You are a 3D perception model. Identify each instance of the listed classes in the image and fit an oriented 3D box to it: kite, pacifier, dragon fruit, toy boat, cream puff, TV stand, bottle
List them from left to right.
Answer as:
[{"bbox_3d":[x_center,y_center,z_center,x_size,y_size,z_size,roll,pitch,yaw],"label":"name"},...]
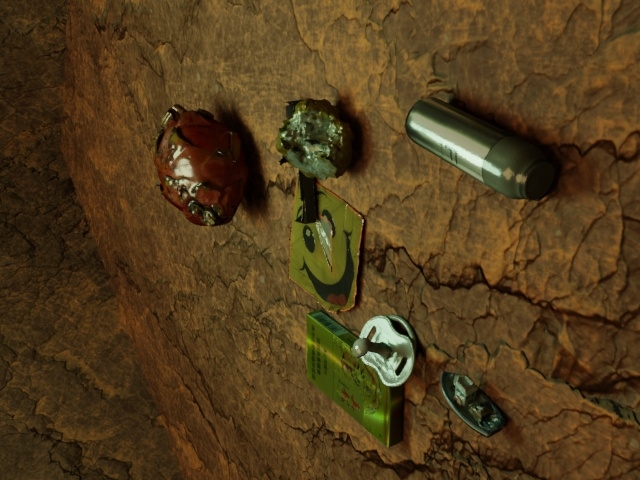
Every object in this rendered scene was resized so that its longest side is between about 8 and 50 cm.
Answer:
[{"bbox_3d":[-0.292,-0.181,1.781,0.315,0.250,0.250,39,136,27],"label":"dragon fruit"},{"bbox_3d":[-0.041,-0.164,1.524,0.049,0.040,0.257,19,118,57],"label":"TV stand"},{"bbox_3d":[-0.002,0.000,1.559,0.377,0.013,0.328,-34,72,59],"label":"kite"},{"bbox_3d":[0.000,-0.195,1.381,0.156,0.156,0.121,66,-168,18],"label":"cream puff"},{"bbox_3d":[0.112,0.199,1.352,0.127,0.116,0.150,-57,44,20],"label":"pacifier"},{"bbox_3d":[0.245,0.261,1.193,0.140,0.059,0.066,45,150,45],"label":"toy boat"},{"bbox_3d":[0.226,-0.130,1.046,0.253,0.079,0.096,40,173,47],"label":"bottle"}]

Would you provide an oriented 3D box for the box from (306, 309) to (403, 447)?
[{"bbox_3d":[0.065,0.284,1.537,0.311,0.043,0.173,30,127,52],"label":"box"}]
